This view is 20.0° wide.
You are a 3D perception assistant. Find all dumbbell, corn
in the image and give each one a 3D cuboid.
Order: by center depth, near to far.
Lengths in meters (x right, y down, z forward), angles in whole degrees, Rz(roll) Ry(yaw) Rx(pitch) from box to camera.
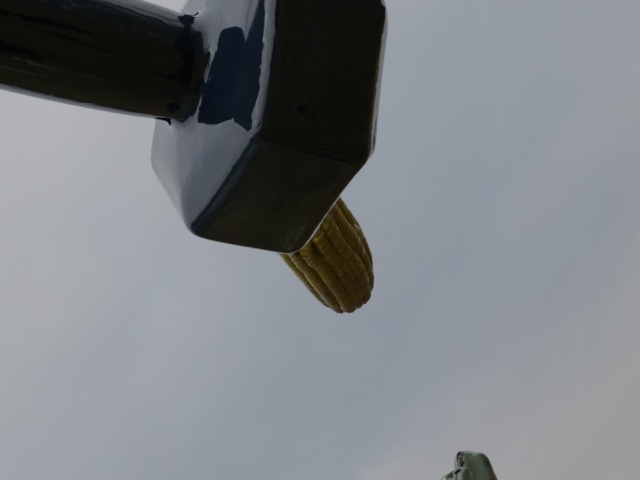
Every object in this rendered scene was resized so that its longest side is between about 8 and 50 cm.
[{"bbox_3d":[-0.130,-0.095,0.820,0.143,0.316,0.156,-11,69,64],"label":"dumbbell"},{"bbox_3d":[0.000,0.000,1.372,0.063,0.085,0.165,-34,-26,1],"label":"corn"}]

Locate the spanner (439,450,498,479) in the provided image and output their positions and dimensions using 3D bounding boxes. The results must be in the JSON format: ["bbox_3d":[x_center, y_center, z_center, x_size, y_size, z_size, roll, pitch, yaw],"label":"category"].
[{"bbox_3d":[0.109,0.228,0.816,0.017,0.302,0.071,-15,16,20],"label":"spanner"}]
